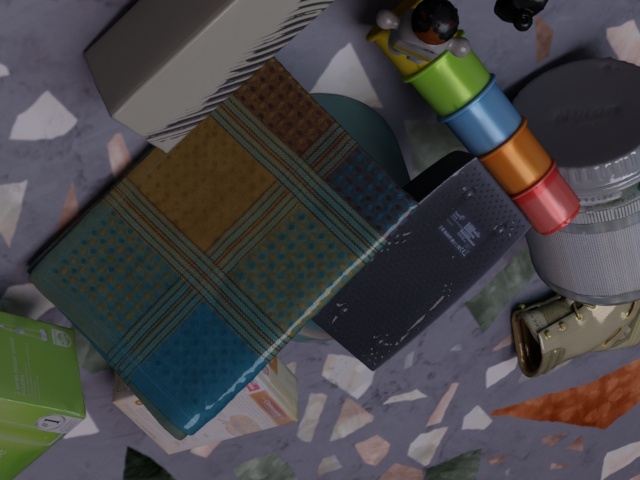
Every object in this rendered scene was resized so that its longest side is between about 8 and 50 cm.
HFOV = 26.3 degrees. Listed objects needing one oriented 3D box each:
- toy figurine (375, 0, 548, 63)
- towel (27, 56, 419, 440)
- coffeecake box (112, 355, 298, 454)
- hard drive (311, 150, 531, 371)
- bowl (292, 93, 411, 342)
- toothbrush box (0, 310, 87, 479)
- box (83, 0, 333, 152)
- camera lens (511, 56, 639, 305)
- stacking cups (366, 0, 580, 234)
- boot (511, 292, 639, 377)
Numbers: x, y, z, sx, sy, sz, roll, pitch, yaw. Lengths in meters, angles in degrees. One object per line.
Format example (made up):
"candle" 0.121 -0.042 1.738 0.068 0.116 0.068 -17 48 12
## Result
"toy figurine" 0.138 -0.302 1.424 0.209 0.148 0.213 -24 91 -12
"towel" -0.110 0.002 1.503 0.370 0.271 0.040 -45 167 4
"coffeecake box" -0.140 0.186 1.693 0.185 0.068 0.142 -17 138 18
"hard drive" 0.106 0.020 1.553 0.254 0.054 0.172 -43 135 4
"bowl" 0.000 0.000 1.624 0.311 0.163 0.312 -18 133 -21
"toothbrush box" -0.429 0.165 1.469 0.283 0.122 0.206 21 132 -40
"box" -0.104 -0.226 1.387 0.275 0.113 0.094 -40 139 15
"camera lens" 0.360 -0.067 1.757 0.219 0.219 0.274 -31 135 -8
"stacking cups" 0.182 -0.138 1.565 0.096 0.096 0.316 -39 102 0
"boot" 0.383 0.078 1.982 0.203 0.095 0.262 -16 135 -20
